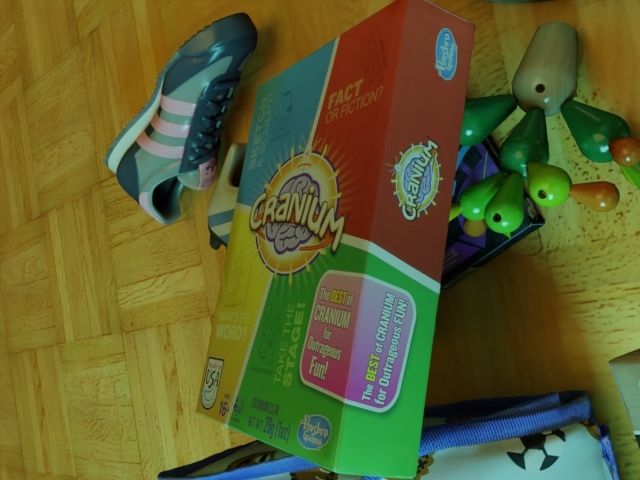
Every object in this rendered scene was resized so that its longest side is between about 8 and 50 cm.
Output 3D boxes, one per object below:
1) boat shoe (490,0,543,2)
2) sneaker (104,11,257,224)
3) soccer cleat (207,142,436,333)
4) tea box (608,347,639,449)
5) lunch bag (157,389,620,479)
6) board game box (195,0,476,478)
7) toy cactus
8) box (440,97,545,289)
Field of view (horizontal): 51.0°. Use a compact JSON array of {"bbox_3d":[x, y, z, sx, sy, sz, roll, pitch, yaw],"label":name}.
[{"bbox_3d":[0.188,-0.228,0.517,0.227,0.081,0.069,13,100,36],"label":"boat shoe"},{"bbox_3d":[-0.155,-0.143,0.856,0.131,0.112,0.319,54,132,6],"label":"sneaker"},{"bbox_3d":[-0.010,-0.008,0.699,0.331,0.116,0.143,30,114,39],"label":"soccer cleat"},{"bbox_3d":[0.336,0.147,0.220,0.329,0.219,0.324,137,118,-68],"label":"tea box"},{"bbox_3d":[0.079,0.313,0.567,0.385,0.239,0.328,-17,81,28],"label":"lunch bag"},{"bbox_3d":[0.000,0.000,0.538,0.242,0.064,0.317,-9,69,59],"label":"board game box"},{"bbox_3d":[0.172,-0.082,0.528,0.218,0.112,0.181,8,70,33],"label":"toy cactus"},{"bbox_3d":[0.118,-0.052,0.630,0.116,0.029,0.162,-42,64,37],"label":"box"}]
